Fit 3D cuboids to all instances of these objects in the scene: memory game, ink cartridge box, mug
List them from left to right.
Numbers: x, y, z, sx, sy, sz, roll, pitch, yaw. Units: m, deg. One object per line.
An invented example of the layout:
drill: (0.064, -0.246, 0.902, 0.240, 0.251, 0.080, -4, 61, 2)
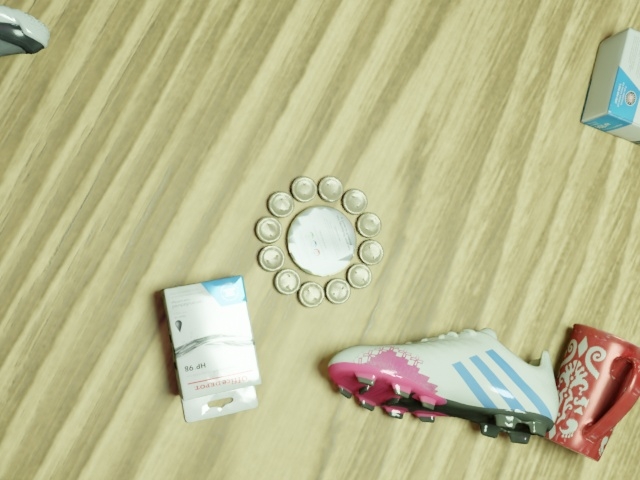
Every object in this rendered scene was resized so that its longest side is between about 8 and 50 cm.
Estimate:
ink cartridge box: (-0.138, 0.142, 1.050, 0.104, 0.060, 0.180, -10, 89, -15)
memory game: (0.000, 0.000, 1.122, 0.186, 0.012, 0.186, 1, 85, -14)
mug: (0.379, 0.214, 1.142, 0.113, 0.150, 0.169, 24, 84, 18)
ink cartridge box: (0.512, -0.218, 1.234, 0.191, 0.082, 0.139, 19, 82, -14)

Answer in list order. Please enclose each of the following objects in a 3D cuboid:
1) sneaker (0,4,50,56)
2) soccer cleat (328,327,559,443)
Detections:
sneaker: (-0.466, -0.208, 0.975, 0.269, 0.101, 0.153, 2, 86, -9)
soccer cleat: (0.171, 0.177, 1.116, 0.331, 0.116, 0.143, 17, 61, -11)
